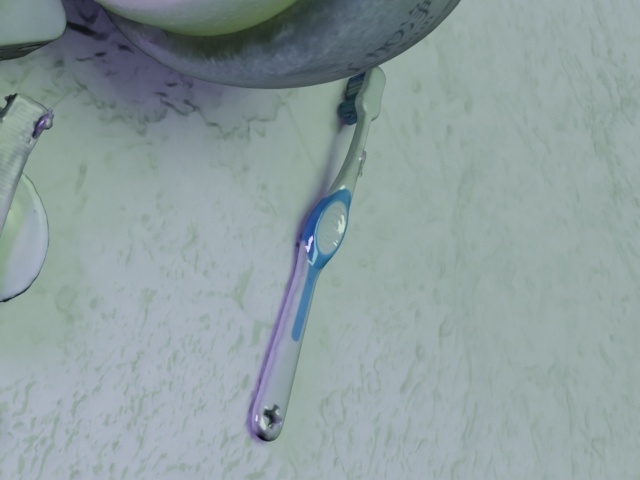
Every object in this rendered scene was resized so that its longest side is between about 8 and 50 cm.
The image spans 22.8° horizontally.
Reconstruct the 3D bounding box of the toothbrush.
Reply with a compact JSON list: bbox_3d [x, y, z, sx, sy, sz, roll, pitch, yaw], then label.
[{"bbox_3d":[0.003,-0.001,1.342,0.040,0.040,0.386,40,48,-32],"label":"toothbrush"}]

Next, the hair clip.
[{"bbox_3d":[-0.229,-0.021,1.075,0.116,0.049,0.172,31,56,-33],"label":"hair clip"}]

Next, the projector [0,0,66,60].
[{"bbox_3d":[-0.311,-0.234,1.038,0.257,0.079,0.259,-16,88,-50],"label":"projector"}]

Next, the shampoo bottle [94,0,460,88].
[{"bbox_3d":[-0.033,-0.273,1.189,0.317,0.322,0.322,1,74,-60],"label":"shampoo bottle"}]
